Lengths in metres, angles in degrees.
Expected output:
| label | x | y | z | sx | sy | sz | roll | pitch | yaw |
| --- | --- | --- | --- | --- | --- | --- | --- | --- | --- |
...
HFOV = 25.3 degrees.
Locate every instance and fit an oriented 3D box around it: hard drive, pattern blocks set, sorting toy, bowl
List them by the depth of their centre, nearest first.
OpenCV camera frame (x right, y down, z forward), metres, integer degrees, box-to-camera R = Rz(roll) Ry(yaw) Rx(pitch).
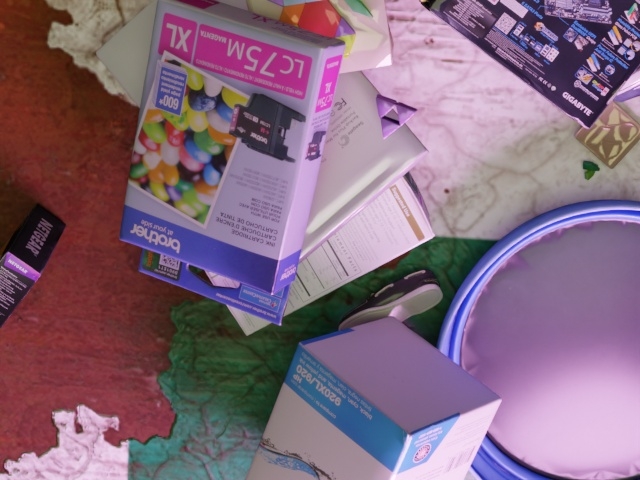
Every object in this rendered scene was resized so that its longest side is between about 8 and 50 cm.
| label | x | y | z | sx | sy | sz | roll | pitch | yaw |
| --- | --- | --- | --- | --- | --- | --- | --- | --- | --- |
| pattern blocks set | -0.010 | -0.246 | 1.409 | 0.285 | 0.026 | 0.325 | -23 | 94 | 16 |
| hard drive | -0.062 | -0.144 | 1.489 | 0.203 | 0.040 | 0.307 | -40 | 83 | 7 |
| sorting toy | 0.308 | -0.108 | 1.564 | 0.062 | 0.012 | 0.083 | 39 | 100 | -15 |
| bowl | 0.322 | 0.140 | 1.605 | 0.391 | 0.077 | 0.391 | 0 | 106 | 1 |

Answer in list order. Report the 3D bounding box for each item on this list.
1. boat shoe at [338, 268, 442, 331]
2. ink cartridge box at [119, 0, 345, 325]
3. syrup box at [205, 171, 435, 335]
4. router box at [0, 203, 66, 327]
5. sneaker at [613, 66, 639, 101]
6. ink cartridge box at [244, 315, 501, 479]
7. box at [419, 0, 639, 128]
| label | x | y | z | sx | sy | sz | roll | pitch | yaw |
| --- | --- | --- | --- | --- | --- | --- | --- | --- | --- |
| boat shoe | 0.076 | 0.071 | 1.608 | 0.125 | 0.038 | 0.046 | -28 | 135 | 12 |
| ink cartridge box | -0.097 | -0.074 | 1.430 | 0.186 | 0.065 | 0.311 | 20 | 114 | 18 |
| syrup box | 0.000 | 0.000 | 1.558 | 0.237 | 0.093 | 0.096 | -29 | 104 | 9 |
| router box | -0.340 | 0.045 | 1.531 | 0.046 | 0.179 | 0.133 | 37 | 103 | -12 |
| sneaker | 0.428 | -0.155 | 1.511 | 0.226 | 0.086 | 0.163 | -24 | 105 | 9 |
| ink cartridge box | 0.047 | 0.233 | 1.540 | 0.168 | 0.171 | 0.232 | 36 | 119 | 29 |
| box | 0.238 | -0.244 | 1.438 | 0.220 | 0.051 | 0.175 | 33 | 101 | -17 |
